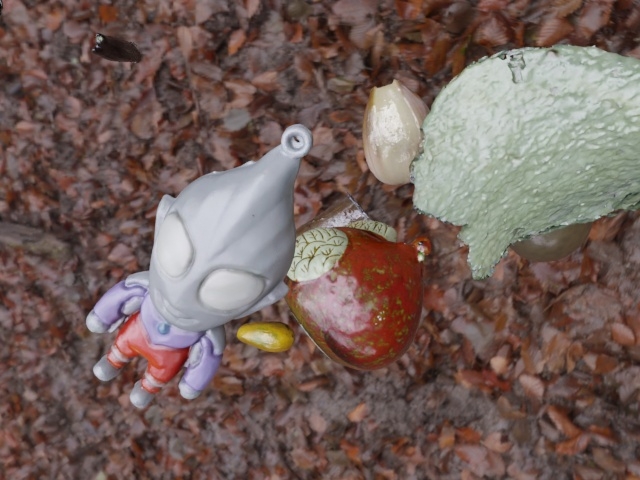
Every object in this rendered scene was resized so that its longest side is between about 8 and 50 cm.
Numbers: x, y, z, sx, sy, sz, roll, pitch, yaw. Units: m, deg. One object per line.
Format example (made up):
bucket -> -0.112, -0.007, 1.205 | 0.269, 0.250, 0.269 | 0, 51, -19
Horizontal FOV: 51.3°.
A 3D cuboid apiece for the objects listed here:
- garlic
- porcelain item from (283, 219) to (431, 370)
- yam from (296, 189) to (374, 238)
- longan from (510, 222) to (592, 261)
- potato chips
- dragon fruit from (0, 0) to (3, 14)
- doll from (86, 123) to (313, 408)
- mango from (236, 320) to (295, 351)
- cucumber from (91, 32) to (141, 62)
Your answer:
garlic -> 0.129, -0.153, 1.120 | 0.128, 0.115, 0.207 | 32, 153, 33
porcelain item -> 0.070, 0.066, 1.013 | 0.252, 0.253, 0.253 | 8, 107, 28
yam -> 0.001, 0.001, 1.599 | 0.279, 0.131, 0.131 | -33, 86, 10
longan -> 0.553, -0.070, 1.646 | 0.248, 0.248, 0.248 | 8, 107, 28
potato chips -> 0.139, -0.047, 0.394 | 0.167, 0.228, 0.059 | -45, 123, 7
dragon fruit -> -0.299, -0.167, 0.437 | 0.174, 0.138, 0.142 | -17, 62, 27
doll -> -0.074, 0.017, 0.439 | 0.102, 0.075, 0.227 | 39, 110, -4
mango -> -0.103, 0.180, 1.261 | 0.114, 0.079, 0.057 | 2, 96, 14
cucumber -> -0.291, -0.273, 0.961 | 0.034, 0.135, 0.033 | 29, 103, -4
